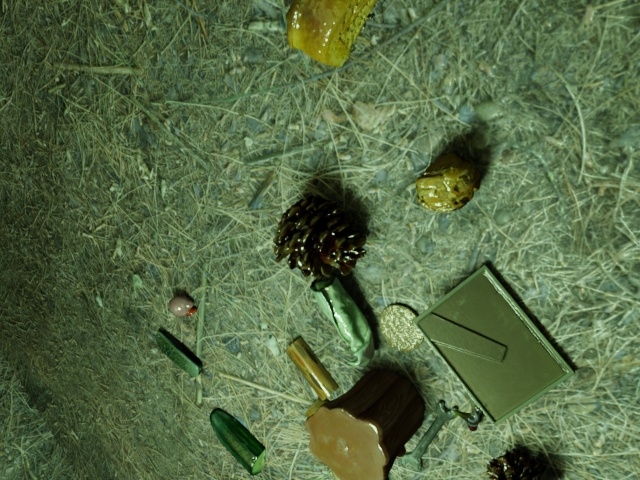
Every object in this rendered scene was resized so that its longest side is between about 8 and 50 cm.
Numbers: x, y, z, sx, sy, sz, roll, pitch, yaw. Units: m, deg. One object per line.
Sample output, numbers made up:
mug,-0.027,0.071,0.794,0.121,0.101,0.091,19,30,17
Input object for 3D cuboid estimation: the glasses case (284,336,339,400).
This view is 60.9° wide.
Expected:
glasses case,-0.028,0.349,1.465,0.170,0.041,0.064,51,131,10

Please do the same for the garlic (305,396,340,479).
garlic,0.067,0.562,1.444,0.318,0.112,0.143,58,135,20

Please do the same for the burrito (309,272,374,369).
burrito,0.058,0.187,1.296,0.089,0.144,0.229,-29,95,1

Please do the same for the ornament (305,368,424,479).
ornament,0.121,0.426,1.259,0.221,0.217,0.235,55,130,8

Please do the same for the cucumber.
cucumber,-0.283,0.650,1.770,0.244,0.063,0.115,37,125,24

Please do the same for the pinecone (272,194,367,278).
pinecone,-0.003,0.001,1.230,0.204,0.179,0.184,40,147,3

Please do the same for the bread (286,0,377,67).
bread,0.019,-0.449,1.068,0.143,0.139,0.229,39,128,10

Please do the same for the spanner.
spanner,0.259,0.472,1.302,0.054,0.015,0.254,37,126,24

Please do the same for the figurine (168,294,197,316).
figurine,-0.439,0.207,1.718,0.083,0.067,0.071,-16,117,25

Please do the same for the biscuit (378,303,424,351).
biscuit,0.186,0.203,1.257,0.120,0.015,0.120,15,115,35

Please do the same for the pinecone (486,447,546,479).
pinecone,0.404,0.500,1.126,0.121,0.140,0.140,59,134,30

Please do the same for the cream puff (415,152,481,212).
cream puff,0.240,-0.105,1.037,0.104,0.119,0.133,49,160,-10

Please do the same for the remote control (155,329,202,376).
remote control,-0.480,0.380,1.832,0.222,0.042,0.072,31,123,27

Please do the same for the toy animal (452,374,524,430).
toy animal,0.348,0.333,1.146,0.105,0.070,0.202,23,119,16

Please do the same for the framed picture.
framed picture,0.337,0.208,1.083,0.192,0.018,0.265,-39,80,13
